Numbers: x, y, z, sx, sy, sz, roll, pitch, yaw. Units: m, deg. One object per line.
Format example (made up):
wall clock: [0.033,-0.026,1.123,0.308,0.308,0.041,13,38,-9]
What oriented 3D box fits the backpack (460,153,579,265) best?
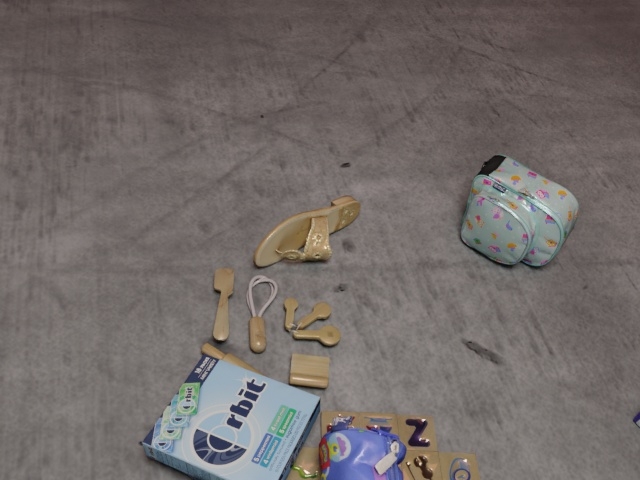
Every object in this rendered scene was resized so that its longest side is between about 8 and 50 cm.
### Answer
backpack: [0.355,-0.042,1.177,0.188,0.166,0.144,26,53,17]

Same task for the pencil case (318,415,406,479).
pencil case: [0.058,0.372,0.783,0.119,0.133,0.306,22,45,-24]

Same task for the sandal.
sandal: [0.001,-0.005,1.137,0.240,0.088,0.079,-29,54,-35]

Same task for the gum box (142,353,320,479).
gum box: [-0.115,0.249,0.875,0.184,0.041,0.157,17,46,16]

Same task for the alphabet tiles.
alphabet tiles: [0.088,0.389,0.867,0.285,0.011,0.342,4,49,-7]

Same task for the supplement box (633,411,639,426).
supplement box: [0.618,0.248,1.011,0.220,0.111,0.114,-23,57,-26]

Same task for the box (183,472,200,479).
box: [-0.152,0.265,0.918,0.094,0.027,0.137,28,51,13]

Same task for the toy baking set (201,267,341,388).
toy baking set: [-0.087,0.146,1.035,0.256,0.030,0.197,26,48,12]
